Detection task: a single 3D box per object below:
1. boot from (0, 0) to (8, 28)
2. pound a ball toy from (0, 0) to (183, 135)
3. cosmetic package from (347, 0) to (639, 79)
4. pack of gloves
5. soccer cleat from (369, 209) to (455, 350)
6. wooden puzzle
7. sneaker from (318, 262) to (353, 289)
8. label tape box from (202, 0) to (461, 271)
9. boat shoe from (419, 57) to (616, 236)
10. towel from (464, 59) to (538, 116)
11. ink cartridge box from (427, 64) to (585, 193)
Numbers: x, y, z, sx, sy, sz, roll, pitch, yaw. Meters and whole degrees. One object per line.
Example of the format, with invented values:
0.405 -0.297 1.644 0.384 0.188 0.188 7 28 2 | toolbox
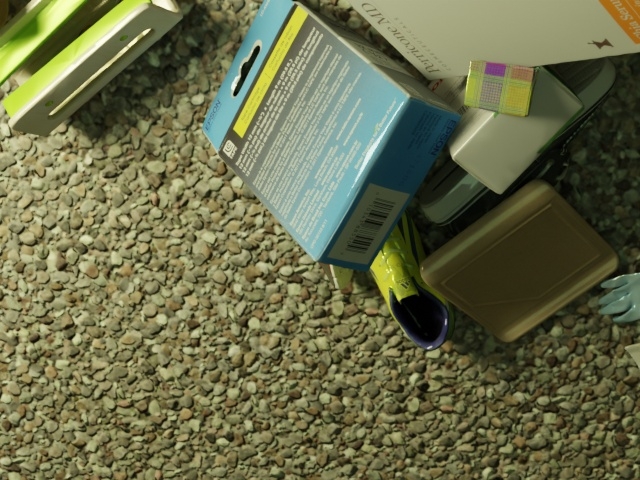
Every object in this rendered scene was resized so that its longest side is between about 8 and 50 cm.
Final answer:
-0.510 -0.377 1.567 0.203 0.095 0.262 -17 70 43 | boot
-0.335 -0.323 1.576 0.319 0.135 0.208 -37 76 17 | pound a ball toy
0.255 -0.326 1.268 0.453 0.162 0.230 0 153 46 | cosmetic package
0.522 0.114 1.616 0.232 0.046 0.195 -28 106 37 | pack of gloves
0.109 0.032 1.636 0.093 0.121 0.289 -29 104 16 | soccer cleat
0.286 0.031 1.622 0.221 0.044 0.238 -38 132 17 | wooden puzzle
0.000 0.000 1.683 0.064 0.061 0.158 -7 110 37 | sneaker
-0.001 -0.159 1.537 0.115 0.348 0.249 12 115 -41 | label tape box
0.290 -0.125 1.577 0.119 0.121 0.335 37 119 -23 | boat shoe
0.218 -0.184 1.368 0.083 0.009 0.060 11 103 16 | towel
0.235 -0.186 1.490 0.092 0.219 0.160 35 111 -22 | ink cartridge box
